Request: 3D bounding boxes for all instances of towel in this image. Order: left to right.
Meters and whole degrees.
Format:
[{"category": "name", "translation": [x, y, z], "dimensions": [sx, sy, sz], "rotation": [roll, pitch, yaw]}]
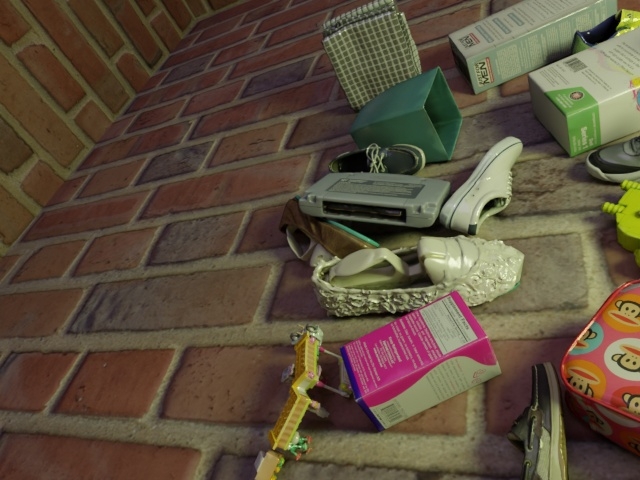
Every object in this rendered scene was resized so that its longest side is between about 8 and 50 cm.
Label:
[{"category": "towel", "translation": [0.152, -0.522, 1.435], "dimensions": [0.235, 0.283, 0.121], "rotation": [-9, 45, 27]}]

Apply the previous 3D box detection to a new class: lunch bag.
[{"category": "lunch bag", "translation": [0.485, 0.168, 0.618], "dimensions": [0.258, 0.120, 0.293], "rotation": [-44, 40, -15]}]

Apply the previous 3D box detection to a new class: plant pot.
[{"category": "plant pot", "translation": [0.207, -0.293, 1.264], "dimensions": [0.234, 0.165, 0.165], "rotation": [-7, 44, 38]}]

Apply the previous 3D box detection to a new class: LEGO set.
[{"category": "LEGO set", "translation": [-0.016, 0.282, 0.872], "dimensions": [0.132, 0.107, 0.287], "rotation": [-42, 27, 50]}]

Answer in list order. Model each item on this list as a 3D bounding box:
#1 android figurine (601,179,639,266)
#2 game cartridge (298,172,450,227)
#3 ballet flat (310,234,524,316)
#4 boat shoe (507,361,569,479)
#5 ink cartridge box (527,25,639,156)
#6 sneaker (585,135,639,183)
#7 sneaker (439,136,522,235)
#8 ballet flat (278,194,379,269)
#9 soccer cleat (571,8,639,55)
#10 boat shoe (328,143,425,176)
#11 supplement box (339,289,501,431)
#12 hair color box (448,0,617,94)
[{"category": "android figurine", "translation": [0.607, -0.032, 0.803], "dimensions": [0.248, 0.056, 0.273], "rotation": [-43, 42, -13]}, {"category": "game cartridge", "translation": [0.126, -0.098, 1.104], "dimensions": [0.297, 0.062, 0.198], "rotation": [8, 23, 24]}, {"category": "ballet flat", "translation": [0.164, 0.061, 0.933], "dimensions": [0.409, 0.147, 0.147], "rotation": [-13, 43, 21]}, {"category": "boat shoe", "translation": [0.290, 0.268, 0.673], "dimensions": [0.073, 0.080, 0.223], "rotation": [-4, 51, 23]}, {"category": "ink cartridge box", "translation": [0.617, -0.321, 1.049], "dimensions": [0.278, 0.117, 0.201], "rotation": [-21, 40, 12]}, {"category": "sneaker", "translation": [0.617, -0.191, 0.883], "dimensions": [0.268, 0.153, 0.101], "rotation": [-3, 47, 31]}, {"category": "sneaker", "translation": [0.356, -0.107, 1.033], "dimensions": [0.091, 0.094, 0.258], "rotation": [33, 74, 29]}, {"category": "ballet flat", "translation": [0.000, 0.000, 1.136], "dimensions": [0.342, 0.116, 0.124], "rotation": [34, 92, 49]}, {"category": "soccer cleat", "translation": [0.730, -0.481, 1.140], "dimensions": [0.289, 0.121, 0.093], "rotation": [-15, 41, 19]}, {"category": "boat shoe", "translation": [0.132, -0.191, 1.229], "dimensions": [0.254, 0.095, 0.079], "rotation": [9, 14, 40]}, {"category": "supplement box", "translation": [0.160, 0.195, 0.809], "dimensions": [0.220, 0.111, 0.114], "rotation": [-26, 39, 6]}, {"category": "hair color box", "translation": [0.557, -0.552, 1.337], "dimensions": [0.374, 0.113, 0.185], "rotation": [-21, 40, 12]}]
